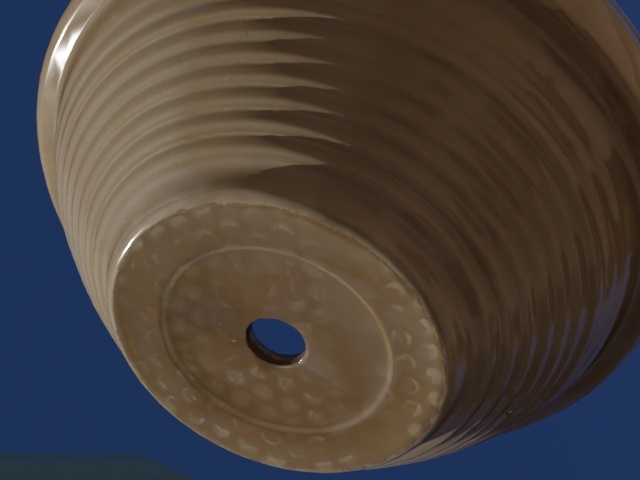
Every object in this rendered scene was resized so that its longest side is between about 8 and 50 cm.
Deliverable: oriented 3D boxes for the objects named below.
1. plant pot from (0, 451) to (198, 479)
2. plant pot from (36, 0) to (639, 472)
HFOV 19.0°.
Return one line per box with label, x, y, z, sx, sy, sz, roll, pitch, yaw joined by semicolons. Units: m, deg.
plant pot;-0.196;0.239;0.907;0.334;0.341;0.341;1;-105;-51
plant pot;0.000;0.000;0.658;0.237;0.237;0.110;41;-140;-12
